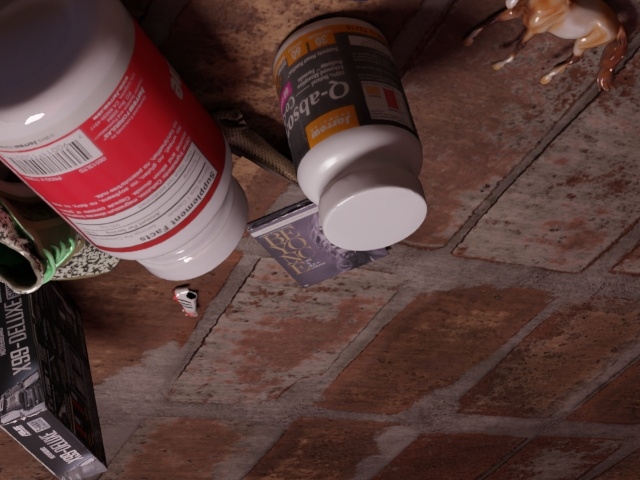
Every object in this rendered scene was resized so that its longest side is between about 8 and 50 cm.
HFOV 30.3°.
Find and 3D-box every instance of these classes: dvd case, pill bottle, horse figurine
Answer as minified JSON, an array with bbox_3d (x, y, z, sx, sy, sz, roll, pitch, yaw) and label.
[{"bbox_3d":[0.000,0.000,1.931,0.165,0.018,0.221,-22,145,14],"label":"dvd case"},{"bbox_3d":[0.040,-0.136,1.506,0.162,0.278,0.162,-9,146,-6],"label":"pill bottle"},{"bbox_3d":[-0.252,-0.120,1.460,0.229,0.229,0.407,-21,143,13],"label":"pill bottle"},{"bbox_3d":[0.322,-0.281,1.584,0.263,0.066,0.174,12,145,-30],"label":"horse figurine"}]

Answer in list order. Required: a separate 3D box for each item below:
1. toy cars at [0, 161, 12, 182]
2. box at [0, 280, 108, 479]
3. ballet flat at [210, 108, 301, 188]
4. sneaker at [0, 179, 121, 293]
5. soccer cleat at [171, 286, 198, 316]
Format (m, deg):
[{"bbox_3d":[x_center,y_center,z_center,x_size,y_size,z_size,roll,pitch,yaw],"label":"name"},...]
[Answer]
[{"bbox_3d":[-0.514,-0.101,1.541,0.176,0.087,0.393,-39,153,-16],"label":"toy cars"},{"bbox_3d":[-0.421,0.184,1.799,0.077,0.307,0.242,-19,147,1],"label":"box"},{"bbox_3d":[-0.066,-0.126,1.683,0.250,0.084,0.058,25,96,-40],"label":"ballet flat"},{"bbox_3d":[-0.396,0.016,1.537,0.158,0.182,0.410,-46,149,16],"label":"sneaker"},{"bbox_3d":[-0.221,0.104,2.000,0.036,0.029,0.083,-18,142,14],"label":"soccer cleat"}]
